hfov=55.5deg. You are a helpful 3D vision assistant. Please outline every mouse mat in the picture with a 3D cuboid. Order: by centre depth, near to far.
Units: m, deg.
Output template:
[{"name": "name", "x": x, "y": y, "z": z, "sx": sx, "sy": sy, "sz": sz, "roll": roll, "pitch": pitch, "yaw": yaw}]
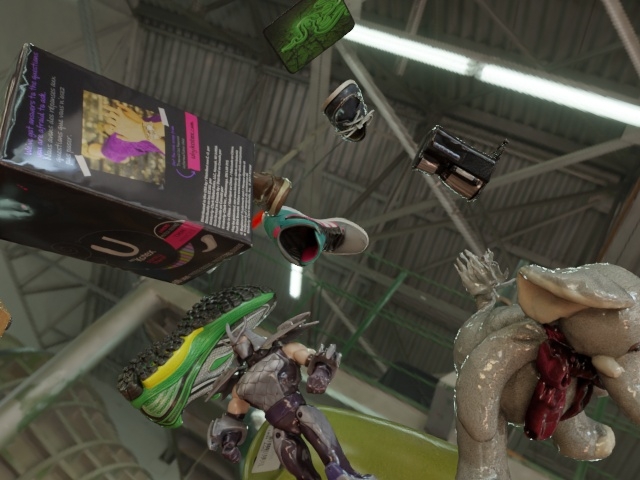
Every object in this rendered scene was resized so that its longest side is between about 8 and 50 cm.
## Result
[{"name": "mouse mat", "x": -0.022, "y": -0.469, "z": 1.347, "sx": 0.007, "sy": 0.190, "sz": 0.152, "roll": 56, "pitch": 6, "yaw": 35}]

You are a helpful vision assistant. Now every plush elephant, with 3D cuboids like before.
[{"name": "plush elephant", "x": 0.299, "y": 0.135, "z": 0.711, "sx": 0.255, "sy": 0.272, "sz": 0.329, "roll": -31, "pitch": -114, "yaw": 54}]

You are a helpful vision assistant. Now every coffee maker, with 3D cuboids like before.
[{"name": "coffee maker", "x": 0.335, "y": -0.207, "z": 1.496, "sx": 0.178, "sy": 0.171, "sz": 0.120, "roll": 31, "pitch": -20, "yaw": -4}]

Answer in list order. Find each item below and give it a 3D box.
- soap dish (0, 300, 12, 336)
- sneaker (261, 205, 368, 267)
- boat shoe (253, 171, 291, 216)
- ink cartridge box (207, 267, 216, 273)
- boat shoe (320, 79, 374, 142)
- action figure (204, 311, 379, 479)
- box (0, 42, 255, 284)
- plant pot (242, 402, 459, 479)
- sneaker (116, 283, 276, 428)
[{"name": "soap dish", "x": -0.608, "y": 0.179, "z": 0.946, "sx": 0.118, "sy": 0.290, "sz": 0.229, "roll": 30, "pitch": -6, "yaw": -40}, {"name": "sneaker", "x": 0.000, "y": 0.000, "z": 1.560, "sx": 0.296, "sy": 0.178, "sz": 0.123, "roll": 12, "pitch": -68, "yaw": -16}, {"name": "boat shoe", "x": -0.136, "y": -0.116, "z": 1.421, "sx": 0.095, "sy": 0.095, "sz": 0.257, "roll": 26, "pitch": 0, "yaw": -13}, {"name": "ink cartridge box", "x": -0.308, "y": -0.033, "z": 1.176, "sx": 0.165, "sy": 0.065, "sz": 0.333, "roll": 48, "pitch": 5, "yaw": 17}, {"name": "boat shoe", "x": 0.059, "y": -0.257, "z": 1.265, "sx": 0.079, "sy": 0.095, "sz": 0.254, "roll": 53, "pitch": -1, "yaw": 6}, {"name": "action figure", "x": -0.026, "y": 0.202, "z": 0.660, "sx": 0.185, "sy": 0.099, "sz": 0.285, "roll": -44, "pitch": -110, "yaw": 24}, {"name": "box", "x": -0.226, "y": -0.064, "z": 0.674, "sx": 0.271, "sy": 0.143, "sz": 0.165, "roll": 20, "pitch": -33, "yaw": -36}, {"name": "plant pot", "x": 0.044, "y": 0.362, "z": 0.875, "sx": 0.294, "sy": 0.274, "sz": 0.275, "roll": 35, "pitch": -38, "yaw": -19}, {"name": "sneaker", "x": -0.213, "y": 0.208, "z": 1.167, "sx": 0.134, "sy": 0.344, "sz": 0.146, "roll": 7, "pitch": -48, "yaw": 56}]
